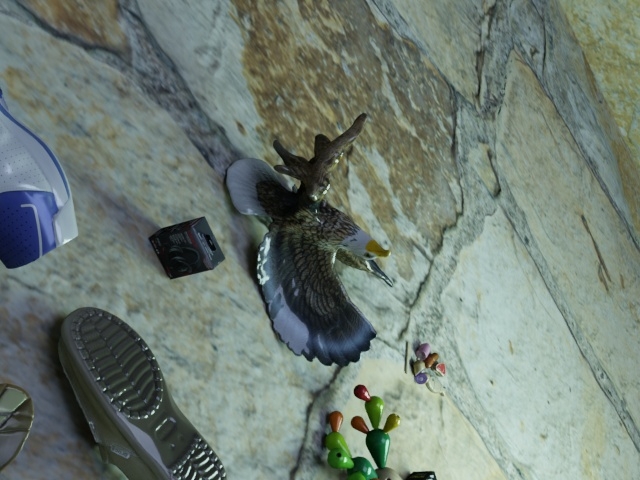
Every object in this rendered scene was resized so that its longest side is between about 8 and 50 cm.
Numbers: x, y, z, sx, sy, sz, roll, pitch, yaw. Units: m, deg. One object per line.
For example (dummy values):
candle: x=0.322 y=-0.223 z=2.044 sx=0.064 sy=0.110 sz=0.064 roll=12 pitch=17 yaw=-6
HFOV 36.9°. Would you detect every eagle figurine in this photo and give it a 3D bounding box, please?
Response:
eagle figurine: x=0.007 y=0.006 z=1.375 sx=0.226 sy=0.225 sz=0.298 roll=-20 pitch=135 yaw=-15

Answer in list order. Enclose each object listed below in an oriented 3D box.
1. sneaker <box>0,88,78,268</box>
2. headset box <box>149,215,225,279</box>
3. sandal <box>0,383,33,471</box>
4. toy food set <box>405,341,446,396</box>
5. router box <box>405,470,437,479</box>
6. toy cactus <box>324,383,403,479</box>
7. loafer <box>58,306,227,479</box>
sneaker: x=-0.383 y=-0.103 z=0.913 sx=0.182 sy=0.127 sz=0.315 roll=-31 pitch=98 yaw=-49
headset box: x=-0.162 y=0.009 z=1.192 sx=0.032 sy=0.083 sz=0.062 roll=-45 pitch=116 yaw=-50
sandal: x=-0.342 y=0.219 z=0.923 sx=0.072 sy=0.049 sz=0.180 roll=36 pitch=67 yaw=-35
toy food set: x=0.189 y=0.217 z=1.654 sx=0.122 sy=0.019 sz=0.077 roll=31 pitch=56 yaw=-45
router box: x=0.160 y=0.474 z=1.515 sx=0.133 sy=0.046 sz=0.178 roll=-28 pitch=102 yaw=-53
toy cactus: x=0.080 y=0.337 z=1.402 sx=0.180 sy=0.112 sz=0.219 roll=41 pitch=44 yaw=-39
loafer: x=-0.213 y=0.199 z=1.065 sx=0.268 sy=0.092 sz=0.102 roll=57 pitch=33 yaw=0
